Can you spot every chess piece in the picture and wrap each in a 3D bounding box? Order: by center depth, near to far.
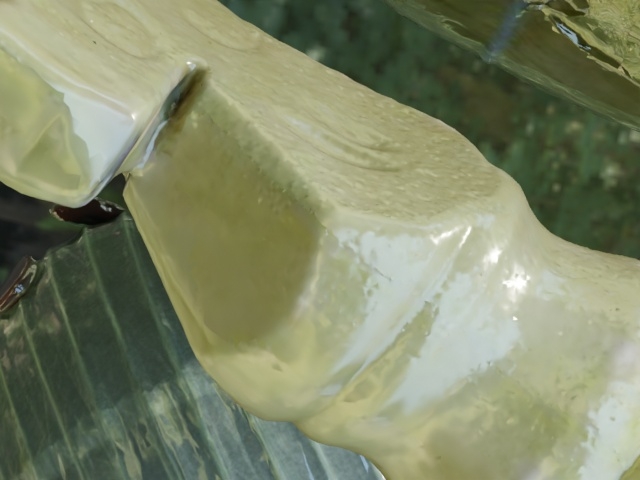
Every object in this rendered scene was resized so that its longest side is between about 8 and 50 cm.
[{"bbox_3d":[0.000,0.000,0.396,0.090,0.200,0.090,-51,-173,9],"label":"chess piece"}]

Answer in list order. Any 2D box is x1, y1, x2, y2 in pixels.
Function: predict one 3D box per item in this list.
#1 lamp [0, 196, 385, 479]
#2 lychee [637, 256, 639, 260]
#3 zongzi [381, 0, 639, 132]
[{"bbox_3d":[-0.045,0.108,0.713,0.265,0.233,0.233,68,23,-12],"label":"lamp"},{"bbox_3d":[0.168,0.017,0.472,0.171,0.171,0.171,12,90,-76],"label":"lychee"},{"bbox_3d":[0.029,-0.179,0.637,0.174,0.393,0.356,-65,-162,11],"label":"zongzi"}]
